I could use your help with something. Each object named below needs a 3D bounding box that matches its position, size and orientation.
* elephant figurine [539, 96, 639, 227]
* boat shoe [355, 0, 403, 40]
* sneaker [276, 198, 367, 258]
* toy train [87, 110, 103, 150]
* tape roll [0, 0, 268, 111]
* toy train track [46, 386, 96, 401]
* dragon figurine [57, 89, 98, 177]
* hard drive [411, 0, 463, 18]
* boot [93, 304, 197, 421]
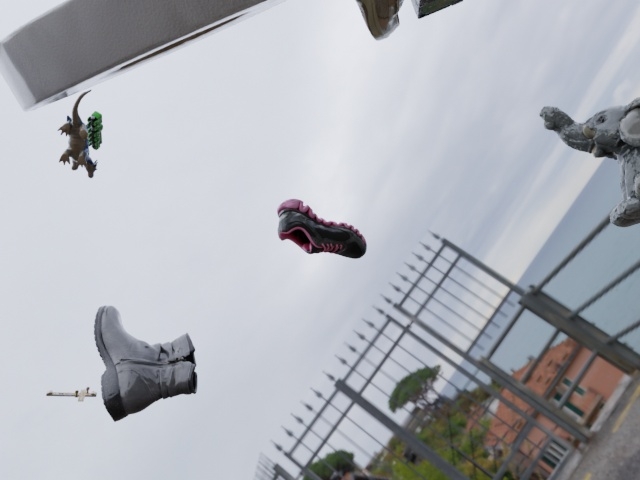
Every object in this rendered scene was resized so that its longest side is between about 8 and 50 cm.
[{"bbox_3d":[0.508,-0.157,0.952,0.186,0.239,0.169,-5,-23,-24],"label":"elephant figurine"},{"bbox_3d":[0.110,-0.435,0.996,0.110,0.121,0.341,-20,-2,14],"label":"boat shoe"},{"bbox_3d":[0.000,0.000,0.688,0.047,0.119,0.057,-51,22,41],"label":"sneaker"},{"bbox_3d":[-0.348,-0.170,0.914,0.023,0.017,0.083,-60,2,-31],"label":"toy train"},{"bbox_3d":[-0.186,-0.264,0.701,0.392,0.392,0.072,-41,-63,-39],"label":"tape roll"},{"bbox_3d":[-0.444,0.271,1.054,0.048,0.083,0.014,-144,60,-71],"label":"toy train track"},{"bbox_3d":[-0.672,-0.297,1.646,0.144,0.085,0.289,-106,24,-60],"label":"dragon figurine"},{"bbox_3d":[0.321,-0.621,1.301,0.237,0.064,0.339,-20,-3,7],"label":"hard drive"},{"bbox_3d":[-0.422,0.272,1.450,0.223,0.338,0.118,-19,-40,-11],"label":"boot"}]
